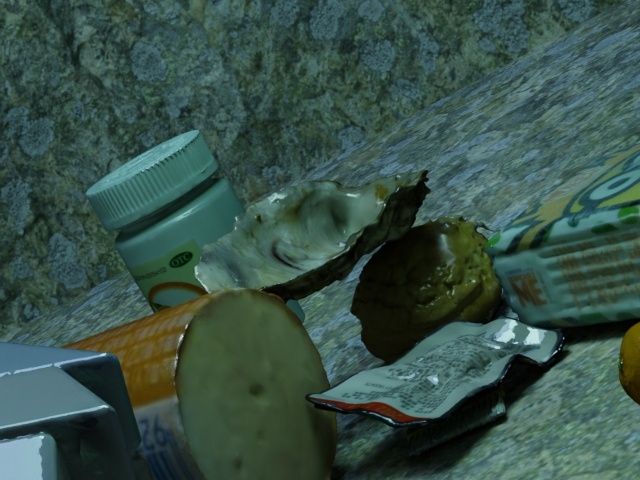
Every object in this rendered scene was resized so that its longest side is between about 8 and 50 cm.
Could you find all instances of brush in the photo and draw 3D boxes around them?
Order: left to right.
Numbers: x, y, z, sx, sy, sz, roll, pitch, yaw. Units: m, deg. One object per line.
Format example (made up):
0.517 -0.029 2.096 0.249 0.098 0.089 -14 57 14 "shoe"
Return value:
0.132 0.148 1.704 0.103 0.013 0.272 -27 10 9 "brush"

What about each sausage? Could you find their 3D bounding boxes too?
-0.154 0.188 1.667 0.287 0.233 0.233 -22 13 39 "sausage"

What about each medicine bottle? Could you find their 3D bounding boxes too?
-0.134 0.042 2.058 0.158 0.318 0.158 -29 12 7 "medicine bottle"

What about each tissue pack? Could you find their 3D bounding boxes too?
0.340 -0.022 1.644 0.228 0.128 0.310 -34 12 -37 "tissue pack"

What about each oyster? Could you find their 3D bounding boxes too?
0.027 -0.008 1.822 0.204 0.111 0.396 -12 11 25 "oyster"

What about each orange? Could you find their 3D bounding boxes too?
0.275 0.100 1.375 0.083 0.084 0.083 -28 11 6 "orange"

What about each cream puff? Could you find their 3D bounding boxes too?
0.117 0.049 1.898 0.189 0.129 0.189 -29 13 8 "cream puff"

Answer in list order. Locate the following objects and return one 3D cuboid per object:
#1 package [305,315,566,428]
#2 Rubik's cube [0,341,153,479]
0.115 0.126 1.641 0.166 0.040 0.232 4 22 43 "package"
-0.286 0.256 1.331 0.387 0.358 0.368 -10 24 3 "Rubik's cube"
